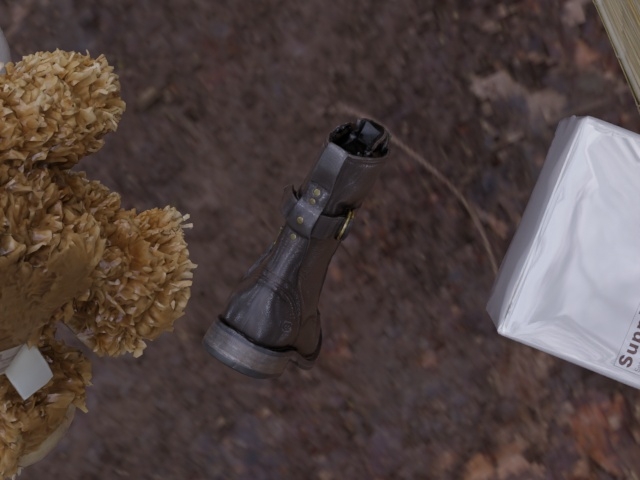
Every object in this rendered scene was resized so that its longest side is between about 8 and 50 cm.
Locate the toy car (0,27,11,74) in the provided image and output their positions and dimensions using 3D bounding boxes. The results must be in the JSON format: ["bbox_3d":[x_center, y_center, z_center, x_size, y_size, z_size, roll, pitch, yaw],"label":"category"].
[{"bbox_3d":[-0.287,-0.085,1.252,0.219,0.238,0.210,27,43,-1],"label":"toy car"}]

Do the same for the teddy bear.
[{"bbox_3d":[-0.179,0.006,0.835,0.113,0.338,0.245,43,107,28],"label":"teddy bear"}]

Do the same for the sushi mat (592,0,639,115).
[{"bbox_3d":[0.217,-0.242,1.449,0.019,0.316,0.151,-13,50,20],"label":"sushi mat"}]

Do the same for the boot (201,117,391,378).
[{"bbox_3d":[0.000,0.000,1.575,0.091,0.263,0.229,30,100,5],"label":"boot"}]

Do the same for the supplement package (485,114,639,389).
[{"bbox_3d":[0.293,0.036,1.374,0.293,0.177,0.175,22,94,1],"label":"supplement package"}]
